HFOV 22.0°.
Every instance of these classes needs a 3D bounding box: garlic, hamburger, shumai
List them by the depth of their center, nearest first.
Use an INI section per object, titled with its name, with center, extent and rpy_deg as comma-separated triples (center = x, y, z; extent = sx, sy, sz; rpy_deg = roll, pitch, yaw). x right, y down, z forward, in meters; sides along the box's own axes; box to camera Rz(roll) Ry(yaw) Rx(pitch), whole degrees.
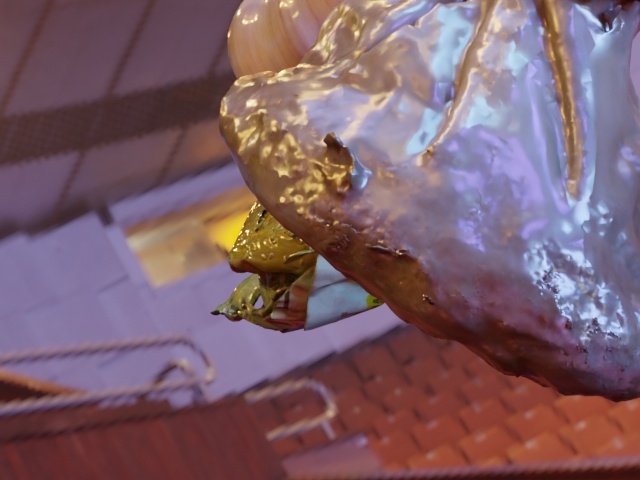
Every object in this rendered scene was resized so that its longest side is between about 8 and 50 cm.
[shumai]
center = 0.075, -0.041, 0.564
extent = 0.201, 0.201, 0.120
rpy_deg = -3, -52, -52
[garlic]
center = 0.059, -0.111, 1.117
extent = 0.199, 0.226, 0.199
rpy_deg = -32, 3, 2
[hamburger]
center = -0.002, 0.002, 1.398
extent = 0.235, 0.125, 0.214
rpy_deg = -15, 16, 33
